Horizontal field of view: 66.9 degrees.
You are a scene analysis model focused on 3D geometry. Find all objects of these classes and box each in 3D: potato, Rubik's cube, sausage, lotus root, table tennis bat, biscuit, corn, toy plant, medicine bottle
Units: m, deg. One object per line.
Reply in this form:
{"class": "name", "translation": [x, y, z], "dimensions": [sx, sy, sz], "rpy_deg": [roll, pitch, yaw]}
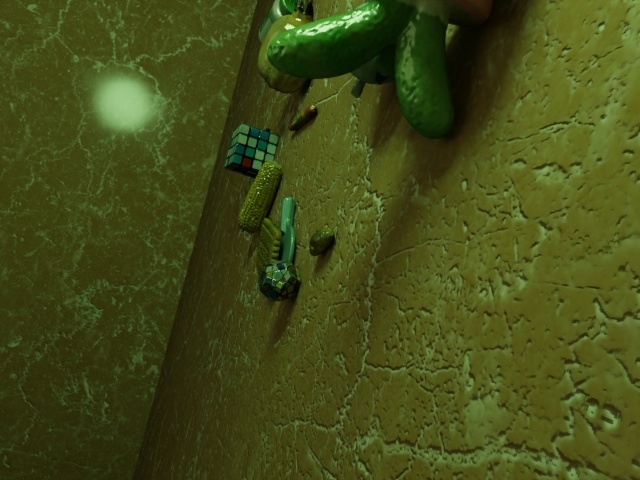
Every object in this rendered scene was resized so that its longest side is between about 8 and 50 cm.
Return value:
{"class": "potato", "translation": [0.000, 0.000, 1.096], "dimensions": [0.047, 0.045, 0.092], "rpy_deg": [56, 142, 15]}
{"class": "Rubik's cube", "translation": [-0.259, -0.328, 1.808], "dimensions": [0.154, 0.151, 0.155], "rpy_deg": [0, 75, 67]}
{"class": "sausage", "translation": [-0.056, -0.378, 1.501], "dimensions": [0.223, 0.029, 0.030], "rpy_deg": [170, 114, -67]}
{"class": "lotus root", "translation": [-0.088, -0.621, 1.537], "dimensions": [0.310, 0.182, 0.183], "rpy_deg": [-61, 26, 31]}
{"class": "Rubik's cube", "translation": [-0.103, 0.100, 1.216], "dimensions": [0.111, 0.111, 0.093], "rpy_deg": [-169, 67, -69]}
{"class": "table tennis bat", "translation": [-0.099, -0.006, 1.355], "dimensions": [0.153, 0.040, 0.245], "rpy_deg": [145, 132, -63]}
{"class": "biscuit", "translation": [-0.157, 0.032, 1.433], "dimensions": [0.254, 0.029, 0.172], "rpy_deg": [-140, 57, -72]}
{"class": "corn", "translation": [-0.203, -0.143, 1.630], "dimensions": [0.091, 0.091, 0.260], "rpy_deg": [34, 112, 30]}
{"class": "toy plant", "translation": [0.125, -0.374, 0.737], "dimensions": [0.356, 0.316, 0.211], "rpy_deg": [-64, -1, 22]}
{"class": "medicine bottle", "translation": [-0.143, -0.863, 1.899], "dimensions": [0.274, 0.133, 0.134], "rpy_deg": [161, 121, -65]}

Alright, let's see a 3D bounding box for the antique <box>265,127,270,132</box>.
{"class": "antique", "translation": [-0.235, -0.356, 1.949], "dimensions": [0.031, 0.015, 0.192], "rpy_deg": [22, 97, 67]}

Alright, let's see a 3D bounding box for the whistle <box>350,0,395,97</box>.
{"class": "whistle", "translation": [0.124, -0.406, 0.912], "dimensions": [0.163, 0.163, 0.290], "rpy_deg": [-109, 39, -55]}
